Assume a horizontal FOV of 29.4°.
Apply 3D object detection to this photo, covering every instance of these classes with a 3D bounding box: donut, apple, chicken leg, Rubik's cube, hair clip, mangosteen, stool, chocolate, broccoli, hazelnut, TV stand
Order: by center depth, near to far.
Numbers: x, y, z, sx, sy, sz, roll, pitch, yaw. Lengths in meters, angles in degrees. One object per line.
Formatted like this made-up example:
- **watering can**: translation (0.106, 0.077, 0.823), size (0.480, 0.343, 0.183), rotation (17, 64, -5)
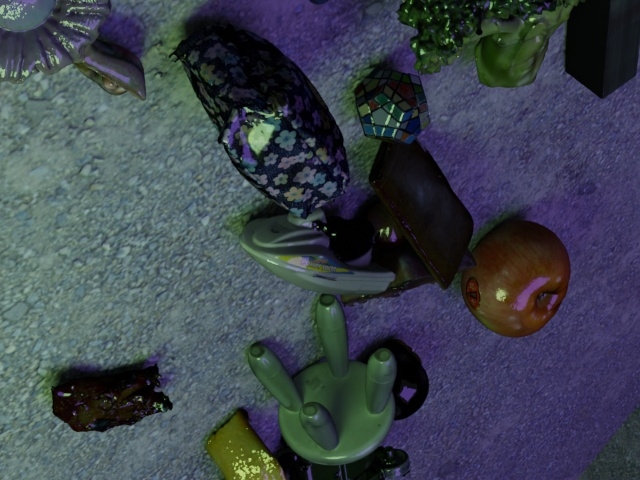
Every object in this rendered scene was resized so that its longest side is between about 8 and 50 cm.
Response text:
- **hair clip**: translation (-0.258, -0.209, 1.227), size (0.173, 0.069, 0.300), rotation (-48, 149, 5)
- **broccoli**: translation (0.296, -0.351, 1.586), size (0.353, 0.274, 0.397), rotation (-24, 159, 23)
- **Rubik's cube**: translation (0.097, -0.181, 1.657), size (0.093, 0.111, 0.111), rotation (-17, 146, 1)
- **chicken leg**: translation (-0.293, 0.220, 1.691), size (0.234, 0.063, 0.105), rotation (-2, 124, -48)
- **hazelnut**: translation (0.099, -0.024, 1.867), size (0.086, 0.086, 0.086), rotation (-30, 146, -23)
- **TV stand**: translation (0.436, -0.345, 1.872), size (0.083, 0.088, 0.269), rotation (-35, 147, -15)
- **chocolate**: translation (0.133, 0.038, 1.941), size (0.161, 0.083, 0.261), rotation (-22, 173, 33)
- **stool**: translation (0.014, 0.227, 1.947), size (0.195, 0.195, 0.198), rotation (-34, 143, -17)
- **donut**: translation (-0.104, 0.407, 2.048), size (0.101, 0.152, 0.259), rotation (-32, 146, -18)
- **apple**: translation (0.350, 0.071, 2.184), size (0.209, 0.164, 0.209), rotation (-29, 143, -25)
- **mangosteen**: translation (0.135, 0.244, 2.185), size (0.137, 0.137, 0.151), rotation (96, 14, -46)

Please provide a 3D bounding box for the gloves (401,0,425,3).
- **gloves**: translation (0.135, -0.321, 1.602), size (0.081, 0.037, 0.044), rotation (1, 90, -44)

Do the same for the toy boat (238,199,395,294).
- **toy boat**: translation (0.000, 0.006, 1.728), size (0.141, 0.141, 0.269), rotation (-50, 146, 8)

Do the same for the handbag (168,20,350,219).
- **handbag**: translation (-0.063, -0.147, 1.405), size (0.127, 0.208, 0.229), rotation (-35, 144, 10)

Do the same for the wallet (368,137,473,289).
- **wallet**: translation (0.153, -0.054, 1.807), size (0.255, 0.031, 0.137), rotation (53, 49, -37)

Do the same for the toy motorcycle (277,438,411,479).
- **toy motorcycle**: translation (0.038, 0.403, 2.243), size (0.275, 0.127, 0.205), rotation (-28, 117, -39)

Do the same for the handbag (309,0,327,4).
- **handbag**: translation (0.043, -0.391, 1.378), size (0.229, 0.062, 0.179), rotation (-38, 148, -13)
